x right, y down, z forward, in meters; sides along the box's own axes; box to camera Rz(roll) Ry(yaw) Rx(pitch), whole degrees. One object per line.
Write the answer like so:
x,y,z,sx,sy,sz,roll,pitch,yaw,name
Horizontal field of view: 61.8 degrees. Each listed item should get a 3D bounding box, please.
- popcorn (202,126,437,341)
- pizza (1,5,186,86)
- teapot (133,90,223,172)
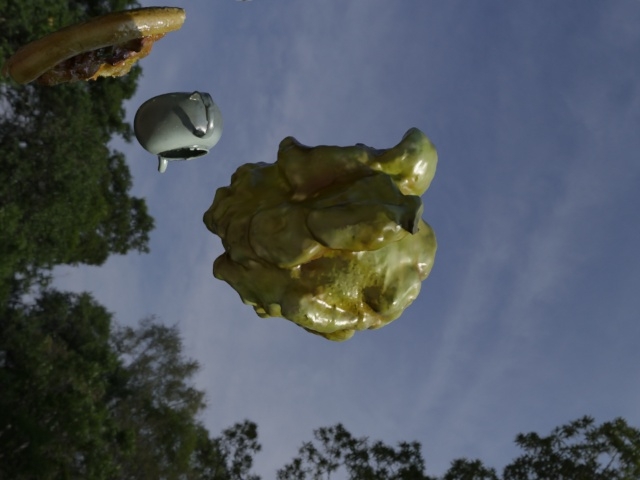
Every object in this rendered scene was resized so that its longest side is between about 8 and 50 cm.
0.008,0.002,0.705,0.336,0.274,0.279,20,-38,36,popcorn
-0.350,-0.300,0.856,0.058,0.292,0.197,67,-14,-8,pizza
-0.309,-0.245,1.180,0.294,0.193,0.129,-12,-91,51,teapot
